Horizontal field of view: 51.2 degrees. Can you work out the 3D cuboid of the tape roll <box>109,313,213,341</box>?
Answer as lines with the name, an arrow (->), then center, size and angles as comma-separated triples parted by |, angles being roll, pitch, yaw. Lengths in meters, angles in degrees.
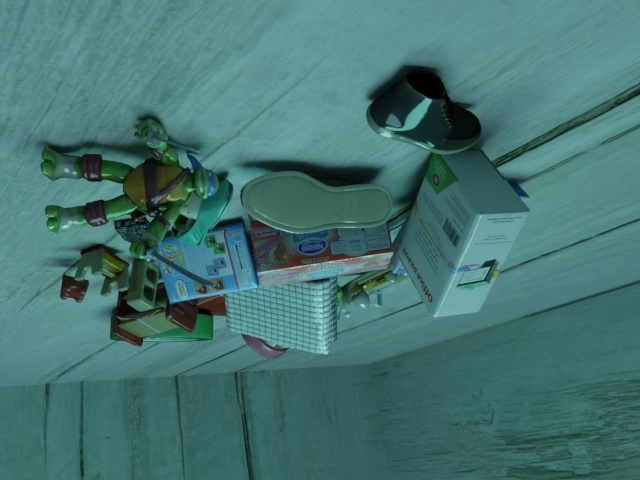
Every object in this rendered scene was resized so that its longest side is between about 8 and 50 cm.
tape roll -> -0.503, 0.279, 2.128 | 0.321, 0.077, 0.321 | 0, 168, 0

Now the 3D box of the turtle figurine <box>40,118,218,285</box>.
turtle figurine -> -0.297, -0.079, 1.039 | 0.266, 0.275, 0.198 | -4, 128, -4

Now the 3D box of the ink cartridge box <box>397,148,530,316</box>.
ink cartridge box -> 0.274, -0.013, 1.339 | 0.117, 0.201, 0.278 | -3, 133, -20

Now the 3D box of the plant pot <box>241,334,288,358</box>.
plant pot -> -0.138, 0.259, 2.185 | 0.180, 0.201, 0.201 | -38, 150, 28

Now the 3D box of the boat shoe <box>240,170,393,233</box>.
boat shoe -> -0.015, -0.078, 1.317 | 0.324, 0.117, 0.096 | 0, -171, -28

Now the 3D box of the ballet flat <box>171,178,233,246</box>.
ballet flat -> -0.248, -0.053, 1.326 | 0.087, 0.083, 0.247 | 14, 153, -20

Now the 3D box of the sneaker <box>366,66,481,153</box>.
sneaker -> 0.196, -0.204, 1.074 | 0.221, 0.083, 0.118 | 2, 159, -29

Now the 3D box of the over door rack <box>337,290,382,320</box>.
over door rack -> 0.039, 0.249, 2.355 | 0.239, 0.108, 0.324 | -24, 158, 40

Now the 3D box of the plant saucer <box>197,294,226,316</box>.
plant saucer -> -0.303, 0.187, 2.087 | 0.258, 0.048, 0.259 | -23, 159, 36

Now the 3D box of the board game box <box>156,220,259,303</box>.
board game box -> -0.261, 0.051, 1.530 | 0.211, 0.160, 0.039 | -10, -158, 2

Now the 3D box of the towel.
towel -> -0.097, 0.145, 1.663 | 0.283, 0.121, 0.235 | 10, 125, 16

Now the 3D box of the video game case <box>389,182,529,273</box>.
video game case -> 0.313, -0.029, 1.544 | 0.269, 0.061, 0.244 | 2, 130, -30

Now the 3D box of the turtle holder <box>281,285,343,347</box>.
turtle holder -> -0.038, 0.169, 1.869 | 0.320, 0.228, 0.243 | -19, 160, 28

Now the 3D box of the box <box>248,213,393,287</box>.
box -> 0.000, 0.000, 1.490 | 0.299, 0.154, 0.142 | -9, 162, -3

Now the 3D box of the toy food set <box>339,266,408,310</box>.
toy food set -> 0.158, 0.148, 2.018 | 0.306, 0.093, 0.219 | -22, 170, -29

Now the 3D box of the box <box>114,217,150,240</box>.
box -> -0.397, -0.024, 1.430 | 0.067, 0.018, 0.083 | -9, 162, -2

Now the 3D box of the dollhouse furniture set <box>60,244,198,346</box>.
dollhouse furniture set -> -0.493, 0.118, 1.682 | 0.201, 0.152, 0.374 | -16, 144, 22

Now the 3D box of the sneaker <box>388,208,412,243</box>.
sneaker -> 0.199, 0.001, 1.693 | 0.094, 0.091, 0.258 | -1, 160, -24
